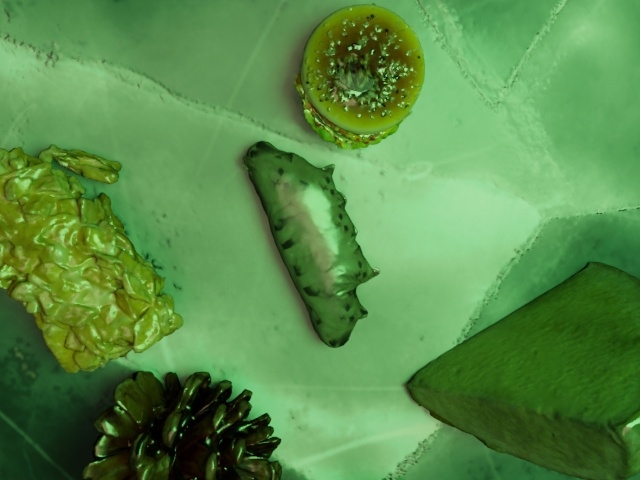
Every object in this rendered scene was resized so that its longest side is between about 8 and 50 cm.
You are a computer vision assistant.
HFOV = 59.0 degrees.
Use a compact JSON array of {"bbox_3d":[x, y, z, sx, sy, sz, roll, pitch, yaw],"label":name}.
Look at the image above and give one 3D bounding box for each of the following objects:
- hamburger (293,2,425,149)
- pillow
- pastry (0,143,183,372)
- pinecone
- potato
[{"bbox_3d":[0.039,-0.162,0.565,0.127,0.081,0.141,39,94,-10],"label":"hamburger"},{"bbox_3d":[0.000,-0.001,0.607,0.093,0.051,0.241,-23,99,0],"label":"pillow"},{"bbox_3d":[-0.248,0.008,0.564,0.154,0.102,0.249,-31,101,1],"label":"pastry"},{"bbox_3d":[-0.137,0.227,0.591,0.195,0.150,0.179,7,94,-9],"label":"pinecone"},{"bbox_3d":[0.245,0.155,0.551,0.270,0.255,0.112,-35,100,3],"label":"potato"}]
